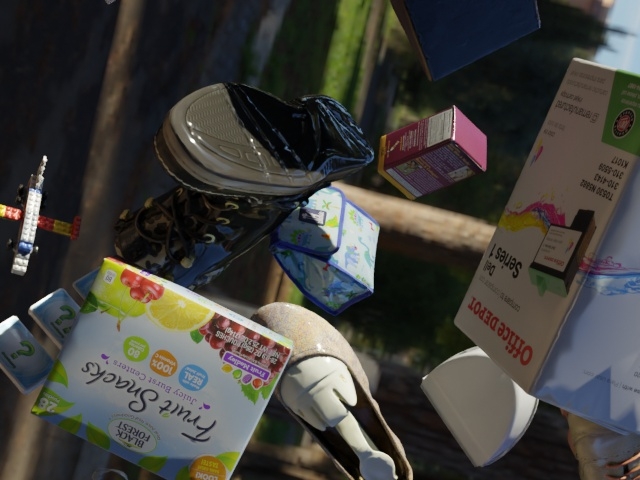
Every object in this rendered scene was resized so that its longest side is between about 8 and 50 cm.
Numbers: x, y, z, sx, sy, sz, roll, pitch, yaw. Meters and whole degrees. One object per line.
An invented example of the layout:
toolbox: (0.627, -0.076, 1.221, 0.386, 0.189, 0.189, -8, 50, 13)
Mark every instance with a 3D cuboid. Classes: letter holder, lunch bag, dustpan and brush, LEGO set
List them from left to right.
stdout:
LEGO set: (-0.320, 0.021, 1.324, 0.182, 0.244, 0.060, -34, 168, -42)
lunch bag: (0.000, 0.000, 1.616, 0.096, 0.151, 0.128, -35, -149, 35)
letter holder: (0.125, -0.364, 1.414, 0.214, 0.152, 0.302, 65, 4, 26)
dustpan and brush: (0.246, 0.174, 1.587, 0.060, 0.147, 0.211, 1, 138, -51)

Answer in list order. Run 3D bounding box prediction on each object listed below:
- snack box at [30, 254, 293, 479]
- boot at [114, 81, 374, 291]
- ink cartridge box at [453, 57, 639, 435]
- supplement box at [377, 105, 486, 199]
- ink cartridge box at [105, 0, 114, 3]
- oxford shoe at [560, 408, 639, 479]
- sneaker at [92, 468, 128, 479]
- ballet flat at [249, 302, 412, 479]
snack box: (-0.156, 0.136, 1.233, 0.174, 0.207, 0.070, -63, 180, 3)
boot: (-0.127, -0.050, 1.415, 0.284, 0.138, 0.377, -36, 172, 26)
ink cartridge box: (0.246, -0.002, 1.075, 0.278, 0.117, 0.201, -67, -163, 8)
supplement box: (0.100, -0.078, 1.109, 0.055, 0.083, 0.043, 39, 44, -38)
ink cartridge box: (-0.127, -0.247, 0.957, 0.181, 0.061, 0.104, -41, -166, -26)
oxford shoe: (0.396, 0.270, 1.591, 0.397, 0.140, 0.146, 57, 20, -64)
sneaker: (-0.261, 0.472, 1.560, 0.137, 0.210, 0.365, 113, 0, -68)
ballet flat: (0.024, 0.200, 1.448, 0.316, 0.107, 0.106, 52, 4, -31)
